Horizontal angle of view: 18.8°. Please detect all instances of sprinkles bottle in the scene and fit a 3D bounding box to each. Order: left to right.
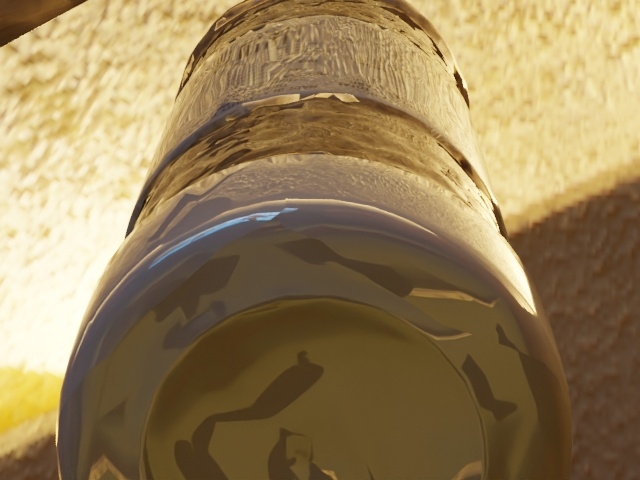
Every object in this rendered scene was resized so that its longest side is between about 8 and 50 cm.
[{"bbox_3d":[0.000,0.000,0.607,0.121,0.355,0.121,0,-74,1],"label":"sprinkles bottle"}]

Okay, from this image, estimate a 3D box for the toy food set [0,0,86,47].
[{"bbox_3d":[-0.152,-0.157,0.634,0.071,0.128,0.218,-15,-67,37],"label":"toy food set"}]
